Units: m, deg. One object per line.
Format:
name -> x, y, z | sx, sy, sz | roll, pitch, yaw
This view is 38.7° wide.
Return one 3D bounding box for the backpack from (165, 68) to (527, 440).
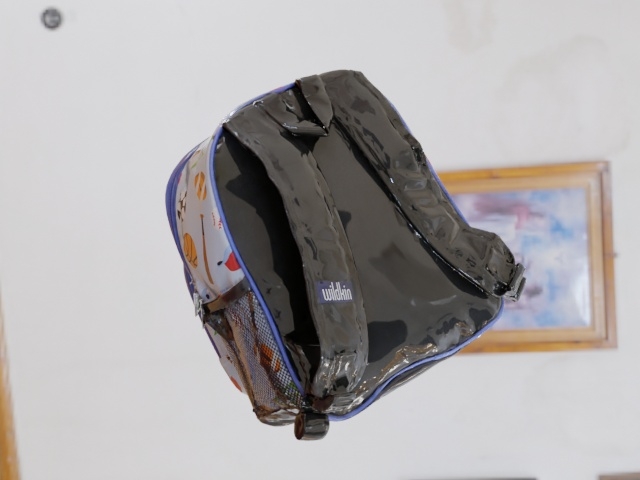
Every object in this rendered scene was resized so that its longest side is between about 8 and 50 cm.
backpack -> 0.000, 0.000, 0.785 | 0.276, 0.213, 0.264 | -25, 94, -39
